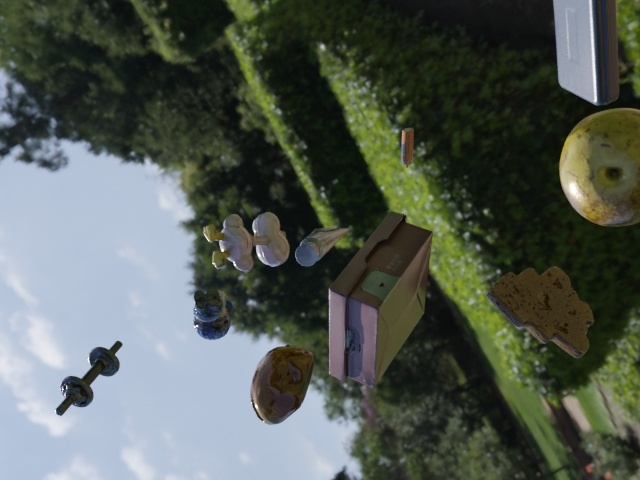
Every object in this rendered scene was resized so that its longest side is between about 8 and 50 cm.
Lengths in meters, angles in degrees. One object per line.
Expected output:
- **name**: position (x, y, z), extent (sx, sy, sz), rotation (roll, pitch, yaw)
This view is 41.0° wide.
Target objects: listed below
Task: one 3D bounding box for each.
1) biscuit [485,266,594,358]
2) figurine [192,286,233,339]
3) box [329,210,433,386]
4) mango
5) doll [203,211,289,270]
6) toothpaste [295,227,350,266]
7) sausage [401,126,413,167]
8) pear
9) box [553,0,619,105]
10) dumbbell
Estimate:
- **biscuit**: position (0.548, 0.160, 2.154), extent (0.043, 0.301, 0.278), rotation (119, 161, -44)
- **figurine**: position (-0.210, 0.140, 1.671), extent (0.149, 0.086, 0.087), rotation (98, 153, -68)
- **box**: position (0.100, 0.099, 1.408), extent (0.086, 0.215, 0.215), rotation (21, 136, 21)
- **mango**: position (-0.116, 0.415, 2.469), extent (0.136, 0.166, 0.236), rotation (75, -151, -65)
- **doll**: position (-0.185, 0.001, 2.379), extent (0.365, 0.094, 0.160), rotation (-8, -101, -65)
- **toothpaste**: position (0.000, 0.000, 1.998), extent (0.234, 0.089, 0.057), rotation (-47, -45, -67)
- **sausage**: position (0.224, -0.238, 2.208), extent (0.031, 0.031, 0.107), rotation (-116, 22, -57)
- **pear**: position (0.688, -0.173, 1.983), extent (0.281, 0.280, 0.281), rotation (60, -178, -4)
- **box**: position (0.463, -0.362, 1.495), extent (0.160, 0.050, 0.230), rotation (-118, 14, -62)
- **dumbbell**: position (-0.514, 0.303, 1.911), extent (0.082, 0.081, 0.254), rotation (60, -150, -17)
